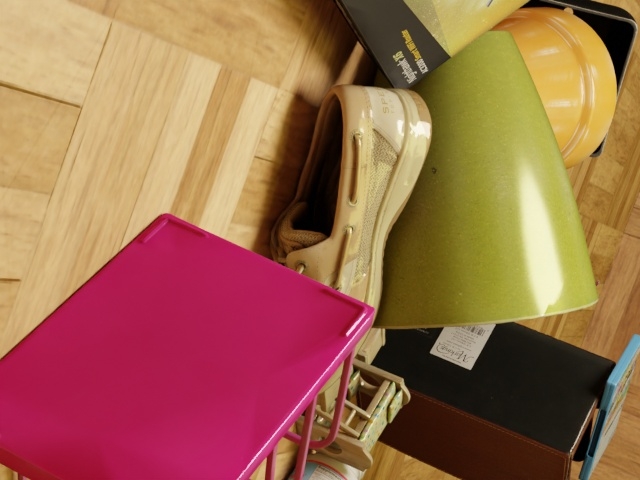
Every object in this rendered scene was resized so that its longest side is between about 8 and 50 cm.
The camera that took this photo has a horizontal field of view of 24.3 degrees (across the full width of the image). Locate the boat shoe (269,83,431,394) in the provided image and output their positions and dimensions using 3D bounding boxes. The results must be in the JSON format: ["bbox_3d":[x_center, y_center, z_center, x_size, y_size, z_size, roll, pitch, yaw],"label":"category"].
[{"bbox_3d":[0.000,0.000,1.492,0.110,0.121,0.341,4,113,-34],"label":"boat shoe"}]

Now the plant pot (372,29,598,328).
[{"bbox_3d":[0.145,-0.070,1.587,0.275,0.274,0.294,-15,99,-67],"label":"plant pot"}]

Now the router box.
[{"bbox_3d":[0.117,-0.281,1.357,0.243,0.081,0.309,-36,160,4],"label":"router box"}]

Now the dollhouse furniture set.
[{"bbox_3d":[0.056,0.153,1.786,0.182,0.101,0.161,-56,157,-32],"label":"dollhouse furniture set"}]

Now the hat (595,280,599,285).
[{"bbox_3d":[0.382,0.067,2.447,0.208,0.183,0.173,-40,146,-54],"label":"hat"}]

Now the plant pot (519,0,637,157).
[{"bbox_3d":[0.308,-0.242,1.954,0.167,0.187,0.188,-56,160,-63],"label":"plant pot"}]

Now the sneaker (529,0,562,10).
[{"bbox_3d":[0.316,-0.323,2.054,0.076,0.065,0.166,-44,151,-60],"label":"sneaker"}]

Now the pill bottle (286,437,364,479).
[{"bbox_3d":[-0.006,0.318,1.813,0.160,0.087,0.087,-53,156,-39],"label":"pill bottle"}]

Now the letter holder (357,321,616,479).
[{"bbox_3d":[0.216,0.217,1.977,0.152,0.301,0.214,-58,158,-29],"label":"letter holder"}]

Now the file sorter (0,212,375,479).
[{"bbox_3d":[-0.122,0.156,1.169,0.291,0.202,0.182,-47,155,-47],"label":"file sorter"}]

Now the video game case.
[{"bbox_3d":[0.375,0.217,1.920,0.119,0.015,0.166,-44,150,-50],"label":"video game case"}]

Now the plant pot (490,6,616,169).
[{"bbox_3d":[0.217,-0.173,1.770,0.188,0.205,0.205,-12,123,-49],"label":"plant pot"}]
